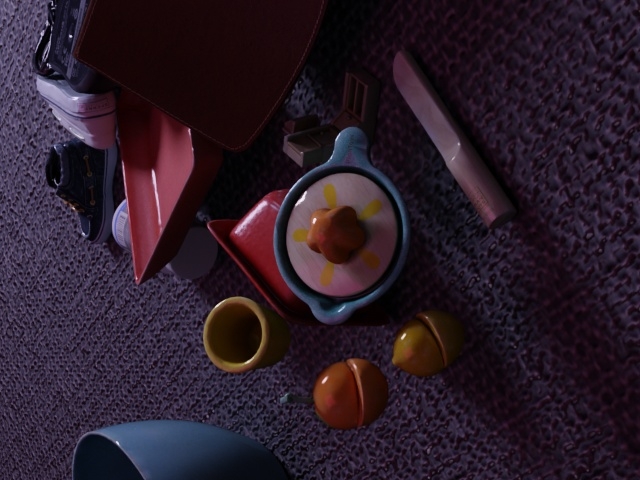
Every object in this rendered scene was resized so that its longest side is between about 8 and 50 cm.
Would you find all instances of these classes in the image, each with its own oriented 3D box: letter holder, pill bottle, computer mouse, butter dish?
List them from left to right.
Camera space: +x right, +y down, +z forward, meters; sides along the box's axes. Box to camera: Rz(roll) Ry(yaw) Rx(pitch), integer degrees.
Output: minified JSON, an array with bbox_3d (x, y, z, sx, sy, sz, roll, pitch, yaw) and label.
[{"bbox_3d":[-0.264,-0.249,1.834,0.272,0.072,0.189,45,123,59],"label":"computer mouse"},{"bbox_3d":[-0.184,-0.004,1.869,0.137,0.078,0.078,26,128,50],"label":"pill bottle"},{"bbox_3d":[-0.082,-0.254,1.498,0.214,0.152,0.302,32,143,0],"label":"letter holder"},{"bbox_3d":[0.000,0.000,1.532,0.160,0.159,0.118,49,119,32],"label":"butter dish"}]

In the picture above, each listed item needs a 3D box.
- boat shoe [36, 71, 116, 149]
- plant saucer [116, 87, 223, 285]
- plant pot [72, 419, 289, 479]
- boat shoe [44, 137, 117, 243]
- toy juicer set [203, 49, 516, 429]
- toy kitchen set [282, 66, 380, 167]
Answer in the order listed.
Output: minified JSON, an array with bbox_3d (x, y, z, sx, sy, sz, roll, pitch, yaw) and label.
[{"bbox_3d":[-0.300,-0.164,1.931,0.226,0.083,0.076,-132,33,-67],"label":"boat shoe"},{"bbox_3d":[-0.168,-0.120,1.745,0.259,0.047,0.258,123,143,-53],"label":"plant saucer"},{"bbox_3d":[-0.142,0.334,1.864,0.290,0.195,0.290,35,134,47],"label":"plant pot"},{"bbox_3d":[-0.318,-0.065,2.049,0.065,0.083,0.183,47,142,36],"label":"boat shoe"},{"bbox_3d":[0.049,0.015,1.369,0.209,0.089,0.329,37,100,27],"label":"toy juicer set"},{"bbox_3d":[0.001,-0.125,1.494,0.068,0.083,0.075,42,139,39],"label":"toy kitchen set"}]
